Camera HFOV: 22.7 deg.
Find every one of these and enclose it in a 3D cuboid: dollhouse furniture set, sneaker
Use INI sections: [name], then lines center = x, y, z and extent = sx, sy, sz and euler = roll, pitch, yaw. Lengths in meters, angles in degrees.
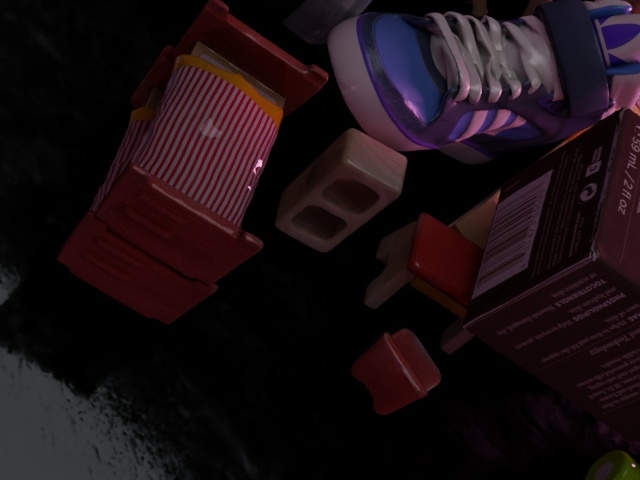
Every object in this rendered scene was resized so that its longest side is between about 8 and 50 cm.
[dollhouse furniture set]
center = 0.000, 0.000, 1.296
extent = 0.374, 0.152, 0.201
euler = 31, 50, -18
[sneaker]
center = 0.174, -0.166, 1.401
extent = 0.323, 0.236, 0.130
euler = 14, 57, -59

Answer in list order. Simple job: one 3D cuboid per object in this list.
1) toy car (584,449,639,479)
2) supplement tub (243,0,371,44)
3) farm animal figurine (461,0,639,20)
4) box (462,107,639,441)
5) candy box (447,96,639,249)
[toy car]
center = 0.330, 0.197, 1.464
extent = 0.155, 0.149, 0.188
euler = 42, 19, -16
[supplement tub]
center = -0.074, -0.334, 1.415
extent = 0.316, 0.193, 0.193
euler = 34, 49, -16
[farm animal figurine]
center = 0.333, -0.285, 1.601
extent = 0.330, 0.172, 0.327
euler = -27, 60, -26
[box]
center = 0.260, 0.032, 1.339
extent = 0.203, 0.167, 0.168
euler = 33, 51, -18
[candy box]
center = 0.276, -0.015, 1.550
extent = 0.316, 0.087, 0.183
euler = -35, 88, -43
